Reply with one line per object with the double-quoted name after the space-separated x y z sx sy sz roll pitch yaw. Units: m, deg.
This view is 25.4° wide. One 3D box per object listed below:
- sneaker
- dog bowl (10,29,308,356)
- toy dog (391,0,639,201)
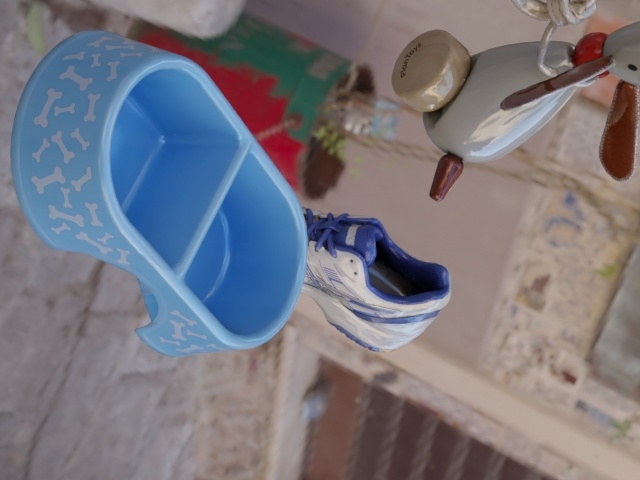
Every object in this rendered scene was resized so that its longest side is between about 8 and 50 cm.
0.000 0.000 1.445 0.131 0.296 0.112 -42 -154 50 "sneaker"
-0.104 -0.026 1.046 0.297 0.074 0.166 54 52 -45 "dog bowl"
0.206 -0.123 1.379 0.333 0.220 0.161 -26 -133 62 "toy dog"
